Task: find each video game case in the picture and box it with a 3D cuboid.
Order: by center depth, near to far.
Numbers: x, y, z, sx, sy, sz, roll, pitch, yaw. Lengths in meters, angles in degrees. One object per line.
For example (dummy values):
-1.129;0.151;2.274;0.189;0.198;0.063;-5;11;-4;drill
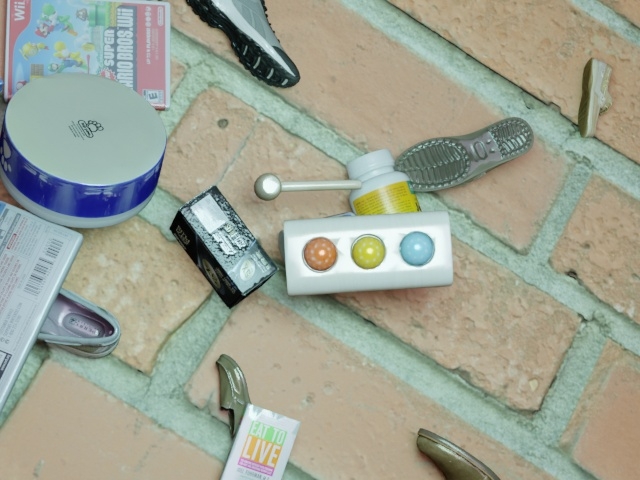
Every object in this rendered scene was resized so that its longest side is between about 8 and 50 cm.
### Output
-0.573;0.080;1.658;0.300;0.036;0.329;23;70;-4;video game case
-0.409;-0.335;1.894;0.285;0.025;0.204;1;77;-14;video game case

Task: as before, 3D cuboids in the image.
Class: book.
-0.103;0.353;1.773;0.096;0.035;0.144;21;79;-13;book

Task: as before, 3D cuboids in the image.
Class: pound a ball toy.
0.051;-0.017;1.776;0.319;0.136;0.208;-3;88;-1;pound a ball toy

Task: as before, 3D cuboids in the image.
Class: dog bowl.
-0.390;-0.151;1.758;0.265;0.104;0.265;12;47;-13;dog bowl

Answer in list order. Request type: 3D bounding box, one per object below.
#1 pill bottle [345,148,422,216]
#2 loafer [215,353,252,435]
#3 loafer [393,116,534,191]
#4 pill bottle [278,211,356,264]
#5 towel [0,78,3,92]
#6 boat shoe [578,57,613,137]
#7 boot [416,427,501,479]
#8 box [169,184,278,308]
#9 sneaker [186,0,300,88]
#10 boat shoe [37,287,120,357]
0.120;-0.051;1.913;0.117;0.117;0.208;-18;82;-17;pill bottle
-0.148;0.264;1.804;0.050;0.056;0.148;-20;83;-24;loafer
0.264;-0.149;1.989;0.268;0.092;0.102;-16;80;-1;loafer
0.000;0.000;1.891;0.137;0.078;0.078;-13;81;-16;pill bottle
-0.704;-0.346;1.772;0.243;0.040;0.336;-25;74;-25;towel
0.545;-0.278;2.101;0.059;0.063;0.170;12;74;-5;boat shoe
0.266;0.449;1.846;0.305;0.112;0.115;43;82;-4;boot
-0.166;0.014;1.810;0.077;0.147;0.180;-36;89;-19;box
-0.124;-0.393;1.943;0.108;0.100;0.271;-40;89;-24;sneaker
-0.476;0.104;1.734;0.320;0.103;0.118;23;73;-8;boat shoe
